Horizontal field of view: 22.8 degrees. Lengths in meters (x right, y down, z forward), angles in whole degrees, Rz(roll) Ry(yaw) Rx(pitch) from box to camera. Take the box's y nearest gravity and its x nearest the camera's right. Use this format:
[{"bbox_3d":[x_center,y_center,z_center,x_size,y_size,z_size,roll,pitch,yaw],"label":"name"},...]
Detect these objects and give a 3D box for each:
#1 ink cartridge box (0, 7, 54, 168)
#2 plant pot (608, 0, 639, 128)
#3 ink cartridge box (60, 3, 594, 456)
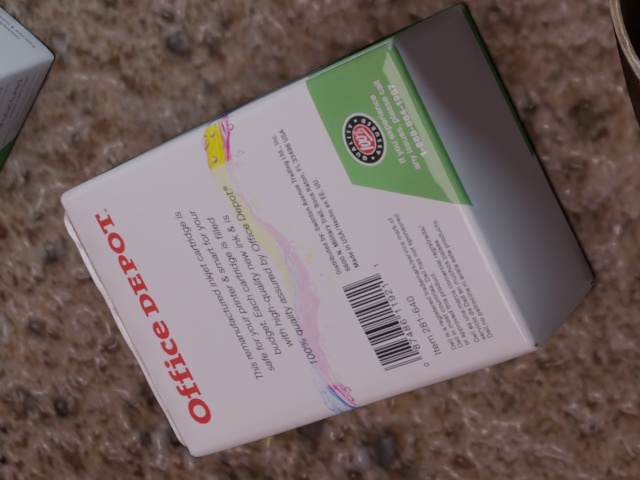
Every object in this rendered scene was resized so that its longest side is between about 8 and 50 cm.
[{"bbox_3d":[-0.309,-0.071,1.099,0.092,0.219,0.160,40,124,10],"label":"ink cartridge box"},{"bbox_3d":[0.251,-0.063,0.788,0.215,0.215,0.230,22,158,20],"label":"plant pot"},{"bbox_3d":[0.000,0.000,1.018,0.278,0.117,0.201,-22,98,34],"label":"ink cartridge box"}]
